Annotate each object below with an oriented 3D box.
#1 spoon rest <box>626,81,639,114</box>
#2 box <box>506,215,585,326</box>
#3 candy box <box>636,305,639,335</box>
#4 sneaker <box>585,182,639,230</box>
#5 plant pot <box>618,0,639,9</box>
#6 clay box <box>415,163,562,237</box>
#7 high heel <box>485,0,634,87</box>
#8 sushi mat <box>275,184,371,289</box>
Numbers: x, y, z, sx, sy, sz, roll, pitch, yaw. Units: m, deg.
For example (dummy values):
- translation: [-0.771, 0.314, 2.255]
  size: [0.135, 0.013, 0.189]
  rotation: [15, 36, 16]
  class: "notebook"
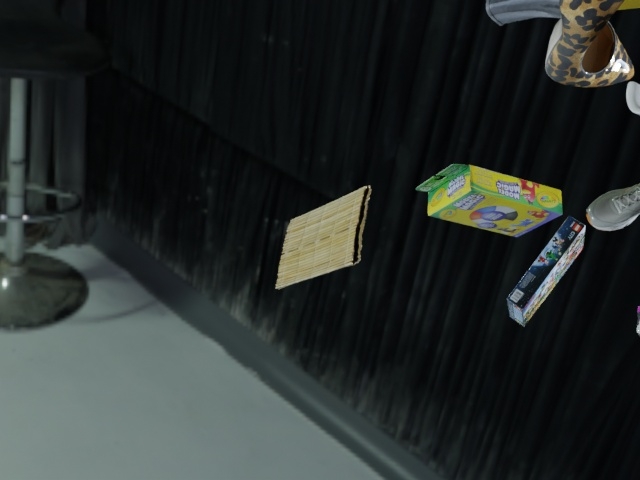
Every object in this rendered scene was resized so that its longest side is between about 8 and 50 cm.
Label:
- translation: [0.591, -0.244, 1.477]
  size: [0.137, 0.084, 0.276]
  rotation: [29, -17, -16]
  class: "spoon rest"
- translation: [0.502, 0.071, 2.073]
  size: [0.044, 0.233, 0.159]
  rotation: [35, -7, 23]
  class: "box"
- translation: [0.657, 0.185, 1.557]
  size: [0.233, 0.159, 0.071]
  rotation: [50, 36, -19]
  class: "candy box"
- translation: [0.769, -0.108, 2.252]
  size: [0.262, 0.121, 0.099]
  rotation: [-19, 68, -2]
  class: "sneaker"
- translation: [0.503, -0.474, 1.456]
  size: [0.212, 0.212, 0.187]
  rotation: [-4, 45, 6]
  class: "plant pot"
- translation: [0.284, -0.067, 1.590]
  size: [0.222, 0.127, 0.053]
  rotation: [11, 67, -24]
  class: "clay box"
- translation: [0.345, -0.244, 1.103]
  size: [0.261, 0.093, 0.186]
  rotation: [18, -8, -35]
  class: "high heel"
- translation: [0.000, 0.000, 1.735]
  size: [0.019, 0.152, 0.316]
  rotation: [18, -18, -23]
  class: "sushi mat"
